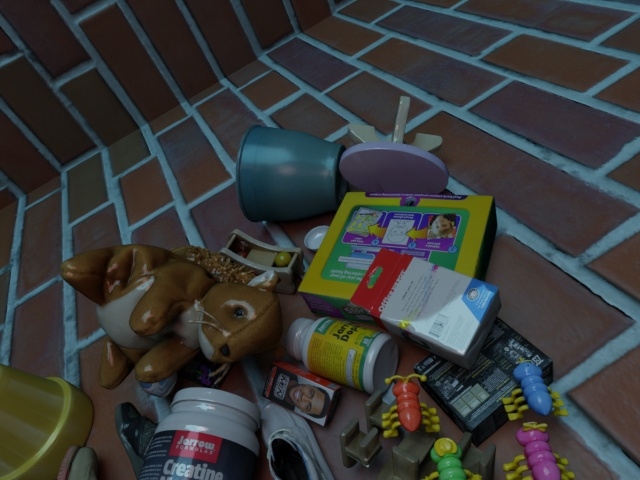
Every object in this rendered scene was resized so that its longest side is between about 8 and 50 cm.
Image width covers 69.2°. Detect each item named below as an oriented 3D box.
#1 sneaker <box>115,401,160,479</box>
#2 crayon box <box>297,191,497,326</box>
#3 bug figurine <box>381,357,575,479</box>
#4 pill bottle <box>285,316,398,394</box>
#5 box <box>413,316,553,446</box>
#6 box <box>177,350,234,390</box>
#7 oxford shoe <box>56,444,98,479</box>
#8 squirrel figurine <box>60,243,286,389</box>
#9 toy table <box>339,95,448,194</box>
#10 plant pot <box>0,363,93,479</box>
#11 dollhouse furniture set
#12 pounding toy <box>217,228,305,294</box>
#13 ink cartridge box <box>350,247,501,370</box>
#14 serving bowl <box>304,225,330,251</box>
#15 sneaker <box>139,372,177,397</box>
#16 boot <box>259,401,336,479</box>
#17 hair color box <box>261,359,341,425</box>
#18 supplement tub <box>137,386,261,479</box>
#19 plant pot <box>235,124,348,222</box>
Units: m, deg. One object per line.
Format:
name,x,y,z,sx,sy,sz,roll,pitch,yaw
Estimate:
sneaker,-0.338,0.400,0.962,0.130,0.087,0.227,-40,46,-16
crayon box,0.178,0.038,1.037,0.362,0.106,0.313,5,53,30
bug figurine,0.229,0.264,0.662,0.278,0.072,0.216,-9,34,3
pill bottle,0.037,0.219,0.920,0.208,0.118,0.118,9,53,35
box,0.281,0.232,0.807,0.180,0.078,0.147,-36,43,-9
box,-0.273,0.277,1.092,0.162,0.029,0.116,7,53,34
oxford shoe,-0.408,0.537,0.857,0.146,0.141,0.397,-8,29,-25
squirrel figurine,-0.233,0.124,0.962,0.370,0.281,0.397,-1,14,18
toy table,0.194,-0.225,1.212,0.274,0.252,0.161,16,55,-8
plant pot,-0.692,0.397,1.034,0.253,0.239,0.254,-15,42,14
dollhouse furniture set,0.123,0.398,0.716,0.212,0.161,0.242,15,34,37
pounding toy,-0.155,0.026,1.188,0.269,0.154,0.155,4,50,30
ink cartridge box,0.184,0.114,0.834,0.231,0.078,0.134,22,70,36
serving bowl,0.000,0.000,1.227,0.083,0.027,0.083,-14,43,14
sneaker,-0.379,0.253,1.089,0.085,0.086,0.237,-28,39,6
boot,-0.054,0.362,0.818,0.095,0.123,0.258,-38,42,-12
hair color box,-0.038,0.292,0.899,0.141,0.043,0.072,16,91,23
supplement tub,-0.213,0.416,0.793,0.191,0.191,0.272,-8,47,21
plant pot,-0.060,-0.176,1.280,0.255,0.272,0.272,5,50,15
